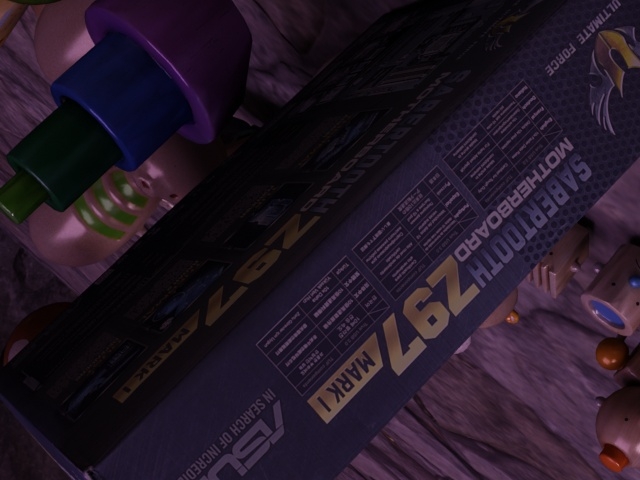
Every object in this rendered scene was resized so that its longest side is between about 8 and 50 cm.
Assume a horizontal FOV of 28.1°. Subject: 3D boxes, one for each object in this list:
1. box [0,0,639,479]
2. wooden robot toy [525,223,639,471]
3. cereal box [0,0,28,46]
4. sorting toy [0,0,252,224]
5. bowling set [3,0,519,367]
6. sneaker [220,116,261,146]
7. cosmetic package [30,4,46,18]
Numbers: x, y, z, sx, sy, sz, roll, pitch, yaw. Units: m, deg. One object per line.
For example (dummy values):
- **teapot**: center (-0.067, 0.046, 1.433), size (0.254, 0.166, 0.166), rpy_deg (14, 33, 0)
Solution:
- **box**: center (0.000, 0.000, 0.444), size (0.059, 0.232, 0.183), rpy_deg (49, 164, -15)
- **wooden robot toy**: center (0.143, 0.061, 0.552), size (0.173, 0.079, 0.076), rpy_deg (40, 166, 9)
- **cereal box**: center (-0.229, -0.212, 0.648), size (0.240, 0.047, 0.173), rpy_deg (55, 148, -5)
- **sorting toy**: center (-0.194, -0.126, 0.502), size (0.365, 0.126, 0.127), rpy_deg (38, 163, 19)
- **bowling set**: center (-0.038, 0.004, 0.584), size (0.287, 0.200, 0.154), rpy_deg (44, 136, -18)
- **sneaker**: center (-0.013, -0.036, 0.738), size (0.224, 0.083, 0.098), rpy_deg (32, 147, 11)
- **cosmetic package**: center (-0.139, -0.155, 0.719), size (0.041, 0.060, 0.115), rpy_deg (37, 163, 23)
